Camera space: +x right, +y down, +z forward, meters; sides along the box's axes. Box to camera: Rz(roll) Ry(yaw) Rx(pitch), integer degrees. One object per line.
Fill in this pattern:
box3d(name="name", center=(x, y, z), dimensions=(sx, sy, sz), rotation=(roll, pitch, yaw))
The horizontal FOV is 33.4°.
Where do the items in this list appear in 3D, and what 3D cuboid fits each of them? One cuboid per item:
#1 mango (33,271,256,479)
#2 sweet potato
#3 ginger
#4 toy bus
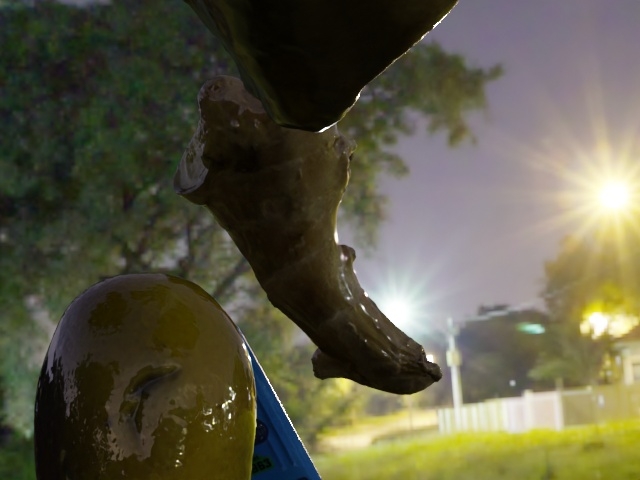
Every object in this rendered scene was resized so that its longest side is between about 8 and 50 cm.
box3d(name="mango", center=(-0.085, 0.109, 0.513), dimensions=(0.098, 0.195, 0.137), rotation=(10, -36, -29))
box3d(name="sweet potato", center=(-0.022, -0.197, 0.396), dimensions=(0.157, 0.158, 0.370), rotation=(-5, -38, 10))
box3d(name="ginger", center=(0.000, 0.000, 0.779), dimensions=(0.131, 0.294, 0.086), rotation=(-34, 24, -1))
box3d(name="toy bus", center=(-0.074, 0.203, 0.941), dimensions=(0.113, 0.246, 0.134), rotation=(-17, -32, -24))
